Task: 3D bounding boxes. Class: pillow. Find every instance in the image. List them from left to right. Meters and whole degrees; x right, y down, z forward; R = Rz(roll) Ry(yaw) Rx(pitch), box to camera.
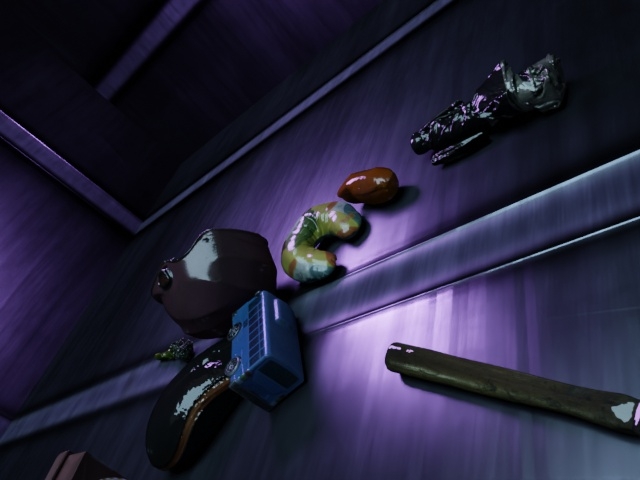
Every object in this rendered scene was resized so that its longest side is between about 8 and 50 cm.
[{"bbox_3d":[0.000,0.000,1.272,0.214,0.086,0.233,10,58,49],"label":"pillow"}]

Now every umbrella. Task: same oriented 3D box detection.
[{"bbox_3d":[0.331,-0.273,1.103,0.357,0.106,0.113,-20,40,44],"label":"umbrella"}]

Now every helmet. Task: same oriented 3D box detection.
[{"bbox_3d":[-0.244,0.135,1.277,0.338,0.271,0.197,-40,56,17],"label":"helmet"}]

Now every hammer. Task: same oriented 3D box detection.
[{"bbox_3d":[0.235,0.183,0.662,0.439,0.044,0.168,-3,50,56],"label":"hammer"}]

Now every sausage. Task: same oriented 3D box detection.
[{"bbox_3d":[0.116,-0.128,1.256,0.179,0.089,0.089,-2,50,50],"label":"sausage"}]

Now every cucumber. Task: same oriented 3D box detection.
[{"bbox_3d":[0.298,-0.194,1.123,0.134,0.033,0.034,-21,42,45],"label":"cucumber"}]

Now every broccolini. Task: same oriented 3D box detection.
[{"bbox_3d":[-0.435,0.325,1.502,0.058,0.067,0.216,-17,-2,-45],"label":"broccolini"}]

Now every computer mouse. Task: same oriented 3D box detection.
[{"bbox_3d":[-0.275,0.347,1.154,0.323,0.116,0.183,-53,29,-13],"label":"computer mouse"}]

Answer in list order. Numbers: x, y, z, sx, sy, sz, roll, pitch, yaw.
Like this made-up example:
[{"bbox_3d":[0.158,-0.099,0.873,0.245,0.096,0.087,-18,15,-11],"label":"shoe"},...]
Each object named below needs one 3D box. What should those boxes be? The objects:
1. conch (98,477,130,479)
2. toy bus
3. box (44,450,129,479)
[{"bbox_3d":[-0.307,0.541,0.798,0.303,0.215,0.319,36,123,45],"label":"conch"},{"bbox_3d":[-0.113,0.216,1.085,0.133,0.116,0.234,-43,26,15],"label":"toy bus"},{"bbox_3d":[-0.459,0.559,1.020,0.086,0.215,0.215,-22,32,25],"label":"box"}]
